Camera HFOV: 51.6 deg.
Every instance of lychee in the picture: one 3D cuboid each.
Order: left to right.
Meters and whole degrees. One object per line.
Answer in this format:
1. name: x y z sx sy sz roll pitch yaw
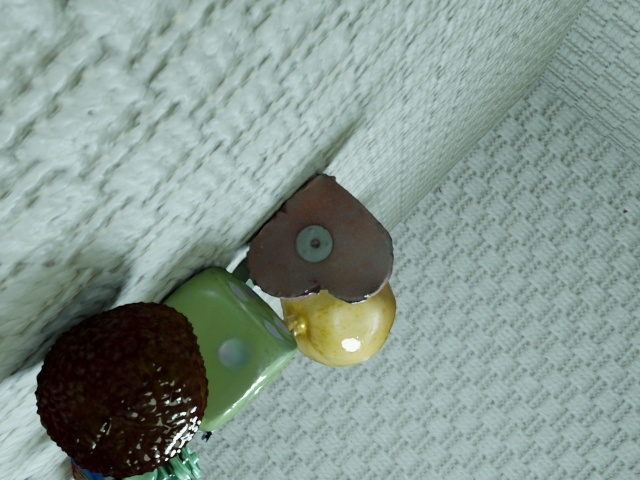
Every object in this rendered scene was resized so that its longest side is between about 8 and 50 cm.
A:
1. lychee: -0.293 0.222 1.011 0.260 0.260 0.260 -44 171 -9

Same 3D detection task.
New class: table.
1. table: -0.163 0.073 1.604 0.133 0.043 0.133 -45 171 -9

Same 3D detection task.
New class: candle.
1. candle: 0.000 0.000 1.470 0.317 0.287 0.131 -3 175 4

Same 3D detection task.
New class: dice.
1. dice: -0.215 0.223 1.370 0.254 0.250 0.252 -46 171 1

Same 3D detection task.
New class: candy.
1. candy: -0.595 0.643 1.812 0.100 0.157 0.306 -40 169 -34

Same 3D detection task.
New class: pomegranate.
1. pomegranate: 0.044 0.223 2.148 0.411 0.411 0.411 -44 171 -9

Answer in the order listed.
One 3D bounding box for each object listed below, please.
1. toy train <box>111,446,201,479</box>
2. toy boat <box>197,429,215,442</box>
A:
1. toy train: -0.419 0.490 1.565 0.179 0.272 0.442 -32 167 -12
2. toy boat: -0.402 0.563 2.110 0.141 0.270 0.140 -35 -139 37
